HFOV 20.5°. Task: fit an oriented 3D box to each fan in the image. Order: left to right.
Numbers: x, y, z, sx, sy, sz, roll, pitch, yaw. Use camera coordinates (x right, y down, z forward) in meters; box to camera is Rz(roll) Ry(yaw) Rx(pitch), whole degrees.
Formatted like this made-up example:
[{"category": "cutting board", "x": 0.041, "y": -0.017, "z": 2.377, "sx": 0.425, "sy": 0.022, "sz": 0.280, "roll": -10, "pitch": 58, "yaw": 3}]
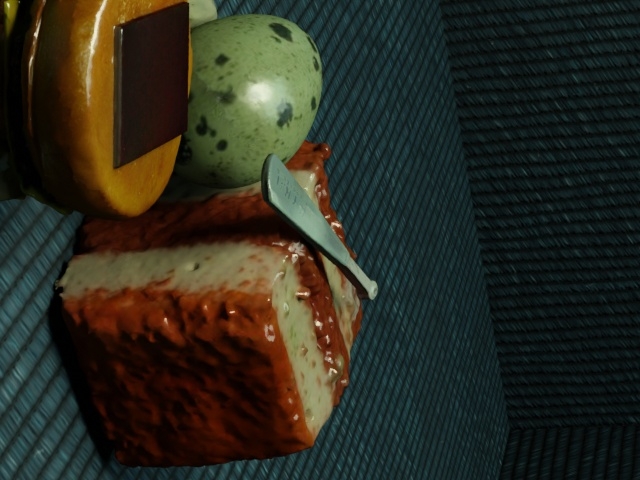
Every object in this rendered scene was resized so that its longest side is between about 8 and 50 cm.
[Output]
[{"category": "fan", "x": 0.000, "y": 0.000, "z": 1.874, "sx": 0.282, "sy": 0.023, "sz": 0.057, "roll": 51, "pitch": 35, "yaw": -51}]

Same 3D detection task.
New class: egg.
[{"category": "egg", "x": -0.088, "y": -0.156, "z": 1.902, "sx": 0.228, "sy": 0.177, "sz": 0.177, "roll": -46, "pitch": 135, "yaw": -38}]

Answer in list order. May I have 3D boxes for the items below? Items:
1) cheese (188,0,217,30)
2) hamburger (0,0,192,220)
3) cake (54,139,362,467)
[{"category": "cheese", "x": -0.191, "y": -0.373, "z": 1.961, "sx": 0.318, "sy": 0.115, "sz": 0.326, "roll": 83, "pitch": -3, "yaw": -47}, {"category": "hamburger", "x": -0.252, "y": -0.160, "z": 1.626, "sx": 0.291, "sy": 0.225, "sz": 0.291, "roll": 5, "pitch": 90, "yaw": -72}, {"category": "cake", "x": -0.112, "y": 0.072, "z": 1.987, "sx": 0.319, "sy": 0.270, "sz": 0.269, "roll": -72, "pitch": 153, "yaw": -49}]
